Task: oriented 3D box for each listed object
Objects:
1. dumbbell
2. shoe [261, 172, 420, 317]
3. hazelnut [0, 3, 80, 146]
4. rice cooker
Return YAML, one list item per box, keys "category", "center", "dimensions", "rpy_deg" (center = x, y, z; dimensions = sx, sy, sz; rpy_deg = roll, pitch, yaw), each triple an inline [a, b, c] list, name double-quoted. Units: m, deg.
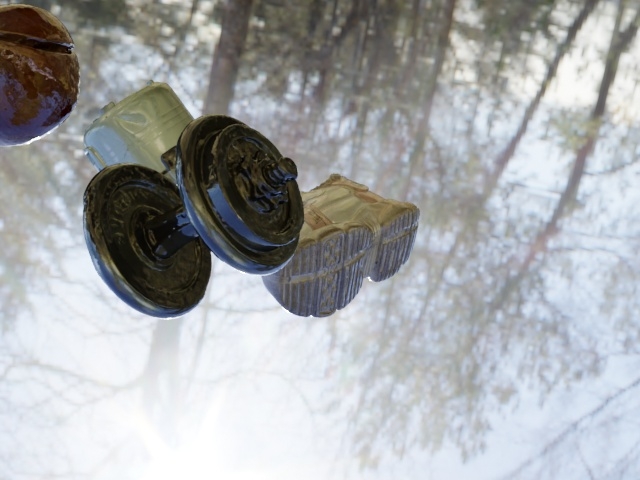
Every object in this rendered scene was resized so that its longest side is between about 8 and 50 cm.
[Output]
- category: "dumbbell"
  center: [-0.142, -0.026, 1.242]
  dimensions: [0.290, 0.192, 0.192]
  rpy_deg: [-26, 173, 31]
- category: "shoe"
  center: [-0.001, 0.003, 1.890]
  dimensions: [0.198, 0.172, 0.351]
  rpy_deg: [29, -151, 31]
- category: "hazelnut"
  center: [-0.425, -0.228, 1.483]
  dimensions: [0.208, 0.208, 0.208]
  rpy_deg: [9, -167, -2]
- category: "rice cooker"
  center: [-0.338, -0.177, 2.230]
  dimensions: [0.244, 0.226, 0.226]
  rpy_deg: [52, -170, -8]
